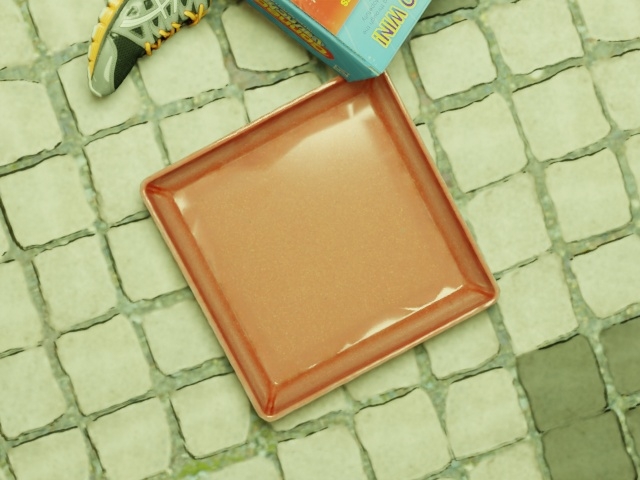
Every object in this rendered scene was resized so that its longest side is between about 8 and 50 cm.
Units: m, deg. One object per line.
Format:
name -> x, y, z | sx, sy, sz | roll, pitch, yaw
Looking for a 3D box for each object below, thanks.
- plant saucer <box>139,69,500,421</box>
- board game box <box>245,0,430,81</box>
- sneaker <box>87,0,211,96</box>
plant saucer -> 0.000, 0.000, 1.200 | 0.258, 0.048, 0.259 | -28, 93, -1
board game box -> 0.005, -0.352, 1.108 | 0.302, 0.086, 0.308 | 36, 81, -17
sneaker -> -0.145, -0.221, 1.166 | 0.083, 0.084, 0.215 | 32, 90, -9
